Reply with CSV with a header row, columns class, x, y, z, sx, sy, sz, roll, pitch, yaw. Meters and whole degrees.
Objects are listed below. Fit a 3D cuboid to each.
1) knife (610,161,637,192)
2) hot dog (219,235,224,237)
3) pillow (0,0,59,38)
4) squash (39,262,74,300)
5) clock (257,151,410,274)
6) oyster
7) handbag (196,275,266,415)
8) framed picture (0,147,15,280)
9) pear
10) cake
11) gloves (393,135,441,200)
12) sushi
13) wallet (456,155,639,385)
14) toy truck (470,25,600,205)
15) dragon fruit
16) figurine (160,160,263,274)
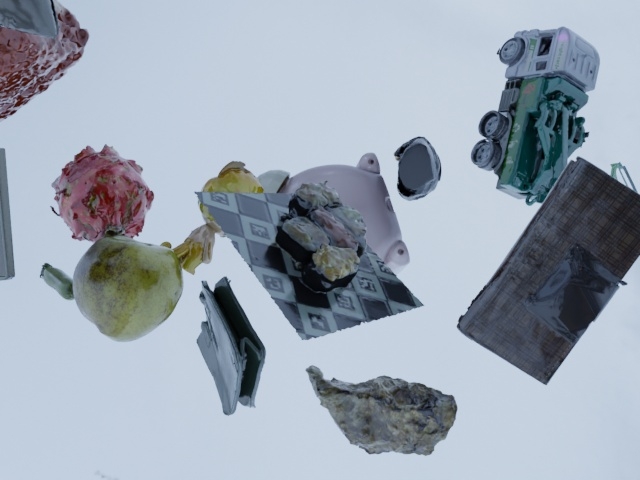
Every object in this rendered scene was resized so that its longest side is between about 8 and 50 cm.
class,x,y,z,sx,sy,sz,roll,pitch,yaw
knife,0.472,-0.076,1.278,0.166,0.022,0.078,-29,80,55
hot dog,-0.224,-0.035,1.927,0.030,0.090,0.034,6,113,69
pillow,-0.354,-0.351,0.670,0.101,0.228,0.326,52,136,45
squash,-0.613,0.099,1.735,0.183,0.052,0.052,21,94,45
clock,0.011,-0.024,1.719,0.184,0.325,0.342,91,163,-71
oyster,0.137,0.442,1.837,0.396,0.111,0.204,8,89,19
handbag,-0.220,0.248,1.733,0.260,0.079,0.247,58,148,34
framed picture,-0.549,-0.031,1.130,0.265,0.018,0.192,-3,91,39
pear,-0.349,0.088,1.332,0.197,0.197,0.197,-25,58,48
cake,-0.585,-0.365,1.177,0.270,0.319,0.269,-33,10,7
gloves,0.227,-0.170,1.743,0.124,0.203,0.164,12,107,13
sushi,0.000,0.000,1.085,0.294,0.292,0.059,49,123,27
wallet,0.261,0.035,0.800,0.230,0.124,0.042,-57,-4,9
toy truck,0.438,-0.241,1.465,0.178,0.176,0.363,-1,74,53
dragon fruit,-0.465,-0.081,1.601,0.205,0.210,0.268,-41,43,7
figurine,-0.212,-0.047,1.495,0.156,0.131,0.246,27,81,44
